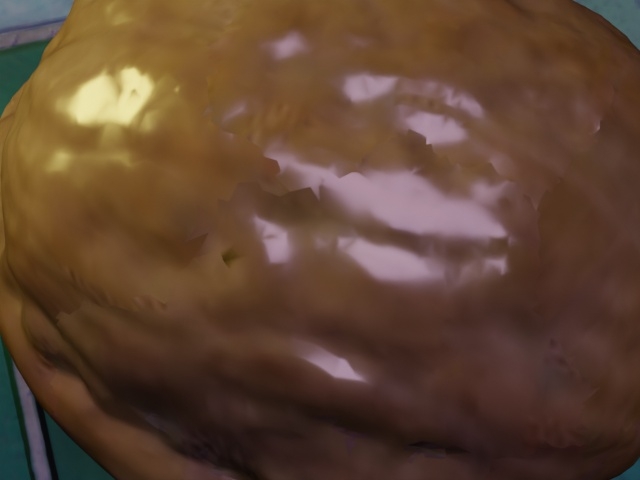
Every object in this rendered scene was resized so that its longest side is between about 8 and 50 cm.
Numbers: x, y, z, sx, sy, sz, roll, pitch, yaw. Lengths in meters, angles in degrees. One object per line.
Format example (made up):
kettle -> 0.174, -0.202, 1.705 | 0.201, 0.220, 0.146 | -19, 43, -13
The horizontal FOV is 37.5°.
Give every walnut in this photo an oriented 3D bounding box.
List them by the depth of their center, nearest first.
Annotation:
walnut -> 0.001, -0.003, 0.466 | 0.344, 0.306, 0.306 | 20, 71, 0
